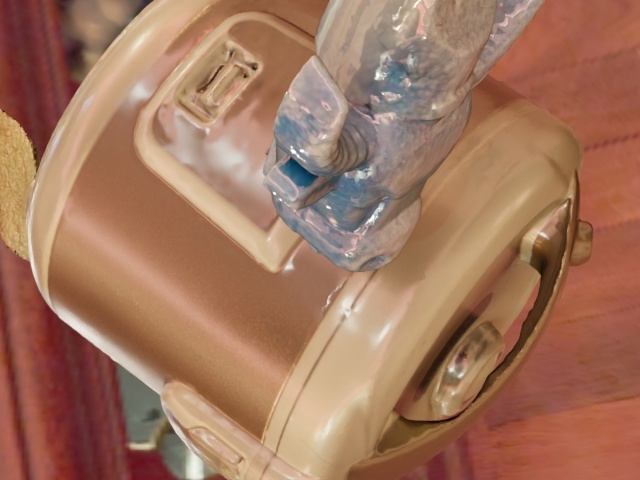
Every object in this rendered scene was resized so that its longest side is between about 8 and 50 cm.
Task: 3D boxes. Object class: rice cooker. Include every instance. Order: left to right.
[{"bbox_3d":[0.000,0.000,1.040,0.325,0.335,0.335,36,96,15],"label":"rice cooker"}]

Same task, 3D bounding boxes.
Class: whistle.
[{"bbox_3d":[0.035,-0.075,0.738,0.093,0.269,0.180,44,55,13],"label":"whistle"}]

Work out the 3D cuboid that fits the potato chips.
[{"bbox_3d":[-0.308,-0.051,1.531,0.209,0.026,0.142,49,136,41],"label":"potato chips"}]
